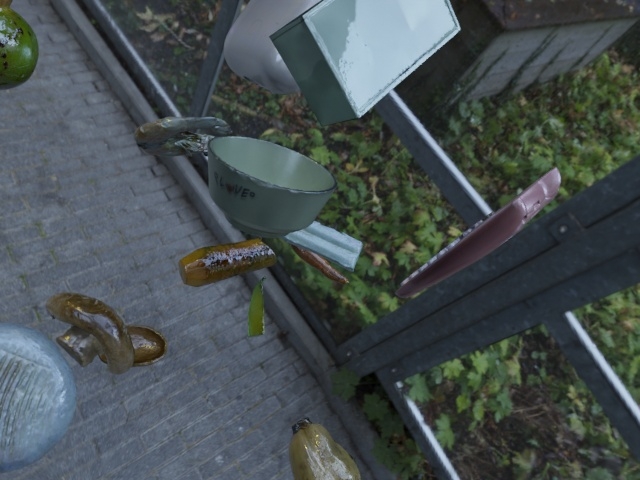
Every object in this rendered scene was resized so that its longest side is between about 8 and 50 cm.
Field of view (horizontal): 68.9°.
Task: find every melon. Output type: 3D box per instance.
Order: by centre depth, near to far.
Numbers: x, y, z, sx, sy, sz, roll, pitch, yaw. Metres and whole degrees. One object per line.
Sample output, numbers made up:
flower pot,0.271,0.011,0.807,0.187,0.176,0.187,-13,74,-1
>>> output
melon,-0.236,0.260,1.772,0.053,0.114,0.262,0,104,-28

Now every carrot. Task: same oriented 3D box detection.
carrot,-0.277,0.061,1.418,0.301,0.114,0.114,-14,69,-35
carrot,-0.005,0.075,1.593,0.247,0.059,0.059,40,52,5

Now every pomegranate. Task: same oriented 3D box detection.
pomegranate,-0.532,-0.334,0.736,0.159,0.205,0.159,27,19,-10

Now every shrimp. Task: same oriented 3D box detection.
shrimp,-0.365,-0.300,1.335,0.360,0.246,0.086,-12,88,-67

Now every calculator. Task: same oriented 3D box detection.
calculator,0.256,0.007,0.802,0.220,0.330,0.048,-31,80,-40

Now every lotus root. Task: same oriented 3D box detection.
lotus root,0.010,0.574,1.174,0.154,0.140,0.257,-14,57,-33

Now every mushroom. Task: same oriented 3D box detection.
mushroom,-0.594,0.227,1.222,0.285,0.151,0.156,44,52,-4

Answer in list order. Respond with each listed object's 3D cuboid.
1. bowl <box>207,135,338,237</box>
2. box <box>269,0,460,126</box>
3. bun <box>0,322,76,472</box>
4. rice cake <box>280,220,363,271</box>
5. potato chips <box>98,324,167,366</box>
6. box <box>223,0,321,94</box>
bowl,-0.087,-0.079,0.751,0.211,0.112,0.211,16,26,-8
box,0.063,-0.267,0.601,0.225,0.086,0.130,-44,116,-22
bun,-0.769,0.374,1.103,0.361,0.211,0.362,7,74,-23
rice cake,0.000,0.000,1.195,0.226,0.040,0.085,24,70,-11
potato chips,-0.573,0.329,1.430,0.201,0.049,0.150,4,40,-14
box,-0.058,-0.508,1.072,0.288,0.349,0.141,37,1,41
